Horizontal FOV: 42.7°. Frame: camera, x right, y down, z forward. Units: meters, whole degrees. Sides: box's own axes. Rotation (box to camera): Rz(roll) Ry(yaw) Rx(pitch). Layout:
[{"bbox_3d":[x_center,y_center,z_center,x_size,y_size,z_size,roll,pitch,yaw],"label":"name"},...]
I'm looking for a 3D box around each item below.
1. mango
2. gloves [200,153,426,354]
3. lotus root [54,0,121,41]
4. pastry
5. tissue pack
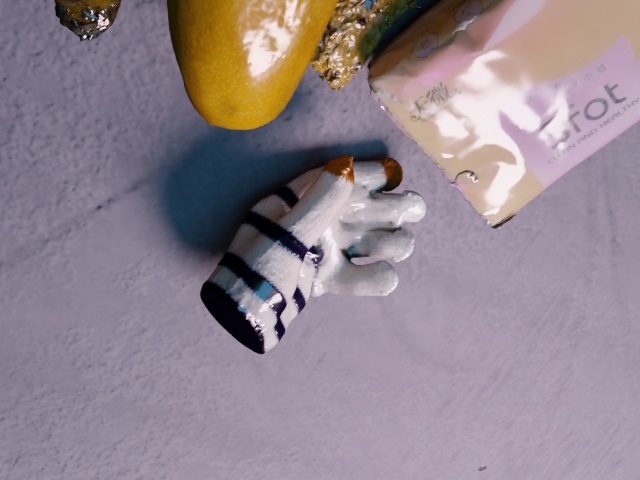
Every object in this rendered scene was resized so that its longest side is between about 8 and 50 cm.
[{"bbox_3d":[-0.026,-0.250,0.585,0.144,0.187,0.359,20,104,8],"label":"mango"},{"bbox_3d":[-0.007,0.001,0.786,0.218,0.131,0.140,-49,123,-21],"label":"gloves"},{"bbox_3d":[-0.163,-0.246,0.593,0.120,0.120,0.209,6,117,-18],"label":"lotus root"},{"bbox_3d":[0.035,-0.203,0.707,0.140,0.056,0.080,-47,128,6],"label":"pastry"},{"bbox_3d":[0.194,-0.162,0.733,0.257,0.123,0.215,-37,122,19],"label":"tissue pack"}]
